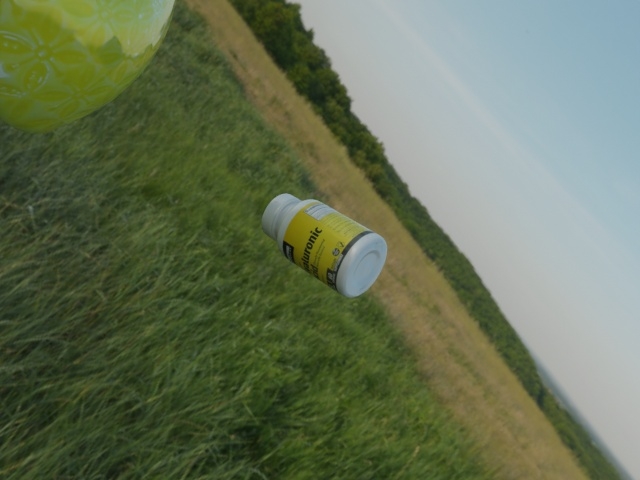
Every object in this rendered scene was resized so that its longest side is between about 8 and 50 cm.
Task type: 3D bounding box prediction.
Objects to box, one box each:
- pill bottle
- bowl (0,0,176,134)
[{"bbox_3d":[0.000,0.000,0.561,0.116,0.065,0.065,31,-2,32],"label":"pill bottle"},{"bbox_3d":[-0.162,-0.231,0.387,0.289,0.155,0.290,164,-90,-87],"label":"bowl"}]
